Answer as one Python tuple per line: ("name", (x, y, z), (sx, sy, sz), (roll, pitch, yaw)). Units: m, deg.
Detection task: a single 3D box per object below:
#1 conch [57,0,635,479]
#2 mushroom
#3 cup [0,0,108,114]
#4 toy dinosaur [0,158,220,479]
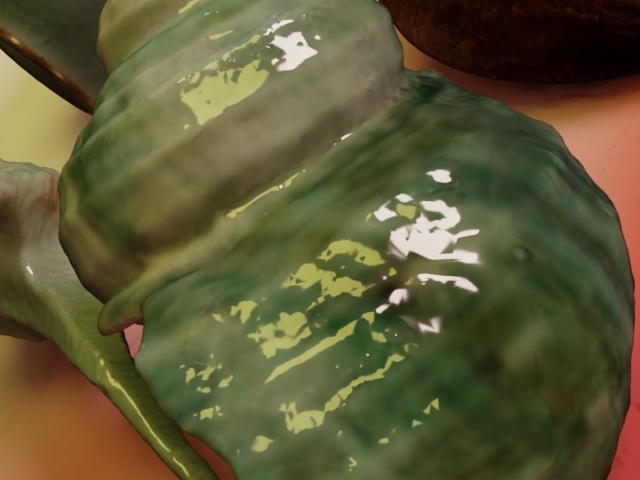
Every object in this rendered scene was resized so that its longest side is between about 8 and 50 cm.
("conch", (0.000, 0.000, 0.471), (0.195, 0.277, 0.220), (-27, -8, 36))
("mushroom", (0.133, -0.179, 0.647), (0.231, 0.138, 0.194), (-34, 37, -11))
("cup", (-0.116, -0.153, 0.757), (0.199, 0.199, 0.150), (28, 79, 48))
("toy dinosaur", (-0.141, 0.006, 0.571), (0.393, 0.205, 0.092), (29, 87, 29))
